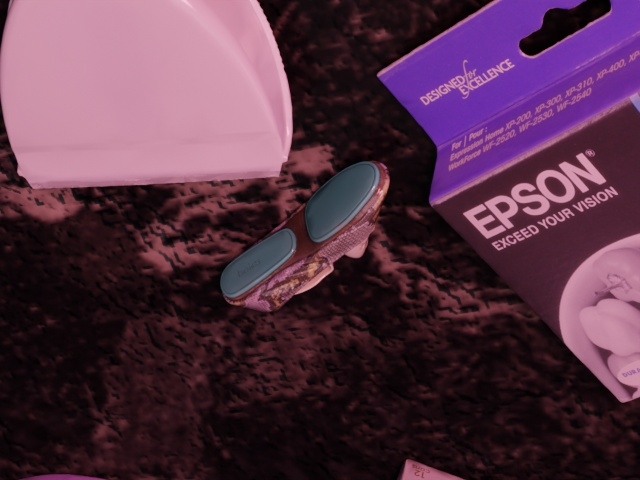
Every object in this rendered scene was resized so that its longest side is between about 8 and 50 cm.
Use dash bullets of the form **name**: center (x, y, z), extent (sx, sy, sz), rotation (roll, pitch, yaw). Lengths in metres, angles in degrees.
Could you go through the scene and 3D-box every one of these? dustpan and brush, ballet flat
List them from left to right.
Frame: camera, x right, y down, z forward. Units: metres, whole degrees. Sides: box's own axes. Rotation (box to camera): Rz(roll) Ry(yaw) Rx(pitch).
- **dustpan and brush**: center (-0.097, -0.130, 0.801), extent (0.147, 0.060, 0.211), rotation (-2, 126, 17)
- **ballet flat**: center (0.000, 0.000, 0.865), extent (0.114, 0.041, 0.041), rotation (-37, 107, 27)

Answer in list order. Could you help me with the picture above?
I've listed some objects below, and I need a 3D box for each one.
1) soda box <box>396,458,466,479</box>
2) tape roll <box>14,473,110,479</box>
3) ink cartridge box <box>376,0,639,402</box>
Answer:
- **soda box**: center (0.131, 0.200, 0.928), extent (0.216, 0.074, 0.069), rotation (20, 121, -1)
- **tape roll**: center (-0.145, 0.234, 0.998), extent (0.189, 0.080, 0.189), rotation (5, 120, 9)
- **ink cartridge box**: center (0.154, -0.034, 0.775), extent (0.208, 0.045, 0.206), rotation (45, 135, -16)
